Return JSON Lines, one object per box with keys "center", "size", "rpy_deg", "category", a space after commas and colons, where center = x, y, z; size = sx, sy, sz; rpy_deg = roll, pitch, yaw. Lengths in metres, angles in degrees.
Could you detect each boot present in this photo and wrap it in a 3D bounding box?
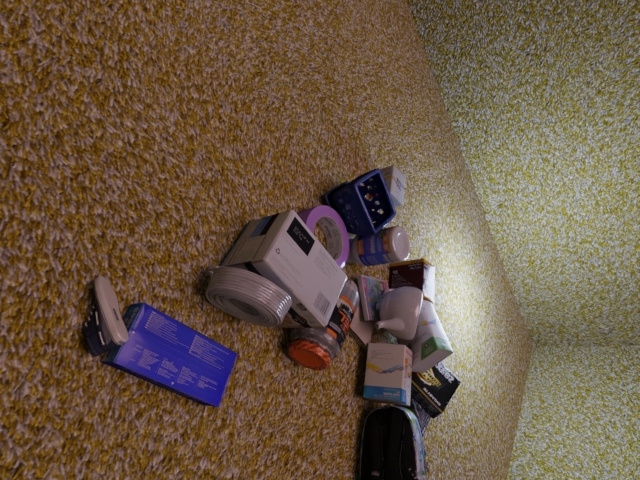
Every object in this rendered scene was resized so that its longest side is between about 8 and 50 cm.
{"center": [-0.545, 0.183, 1.077], "size": [0.189, 0.086, 0.069], "rpy_deg": [61, -3, 24], "category": "boot"}

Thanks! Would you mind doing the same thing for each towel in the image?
{"center": [0.161, 0.320, 1.917], "size": [0.282, 0.049, 0.187], "rpy_deg": [52, 46, -29], "category": "towel"}

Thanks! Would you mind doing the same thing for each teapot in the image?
{"center": [0.338, 0.306, 1.932], "size": [0.256, 0.187, 0.252], "rpy_deg": [71, 33, -67], "category": "teapot"}

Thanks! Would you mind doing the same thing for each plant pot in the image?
{"center": [0.161, -0.153, 1.909], "size": [0.236, 0.212, 0.235], "rpy_deg": [-39, 111, -49], "category": "plant pot"}

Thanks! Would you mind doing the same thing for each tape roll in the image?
{"center": [0.000, 0.000, 1.772], "size": [0.275, 0.090, 0.274], "rpy_deg": [16, 69, -47], "category": "tape roll"}

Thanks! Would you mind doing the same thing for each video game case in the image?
{"center": [0.258, 0.272, 2.015], "size": [0.285, 0.025, 0.203], "rpy_deg": [18, 59, -56], "category": "video game case"}

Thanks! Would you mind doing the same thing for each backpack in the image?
{"center": [0.296, 0.858, 1.790], "size": [0.273, 0.290, 0.355], "rpy_deg": [19, 59, -56], "category": "backpack"}

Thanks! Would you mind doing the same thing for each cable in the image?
{"center": [-0.218, 0.173, 1.327], "size": [0.257, 0.257, 0.089], "rpy_deg": [47, 53, -36], "category": "cable"}

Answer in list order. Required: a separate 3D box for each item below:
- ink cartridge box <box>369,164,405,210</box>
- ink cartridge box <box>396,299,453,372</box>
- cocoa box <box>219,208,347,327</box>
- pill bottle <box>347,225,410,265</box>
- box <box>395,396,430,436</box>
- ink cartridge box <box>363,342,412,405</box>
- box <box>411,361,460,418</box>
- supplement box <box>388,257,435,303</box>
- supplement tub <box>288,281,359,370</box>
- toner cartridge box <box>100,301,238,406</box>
{"center": [0.341, -0.267, 2.224], "size": [0.127, 0.128, 0.176], "rpy_deg": [37, 53, -39], "category": "ink cartridge box"}
{"center": [0.462, 0.439, 2.042], "size": [0.117, 0.201, 0.278], "rpy_deg": [19, 39, -31], "category": "ink cartridge box"}
{"center": [-0.118, 0.108, 1.488], "size": [0.347, 0.228, 0.231], "rpy_deg": [51, 46, -29], "category": "cocoa box"}
{"center": [0.235, 0.031, 1.902], "size": [0.152, 0.272, 0.152], "rpy_deg": [17, 68, -48], "category": "pill bottle"}
{"center": [0.483, 0.765, 2.172], "size": [0.307, 0.077, 0.242], "rpy_deg": [-43, 113, -47], "category": "box"}
{"center": [0.295, 0.573, 1.889], "size": [0.171, 0.169, 0.232], "rpy_deg": [49, 44, -56], "category": "ink cartridge box"}
{"center": [0.485, 0.634, 2.084], "size": [0.322, 0.079, 0.257], "rpy_deg": [46, 36, 14], "category": "box"}
{"center": [0.456, 0.211, 2.190], "size": [0.129, 0.192, 0.194], "rpy_deg": [32, 57, -42], "category": "supplement box"}
{"center": [0.011, 0.303, 1.624], "size": [0.193, 0.194, 0.315], "rpy_deg": [52, 46, -29], "category": "supplement tub"}
{"center": [-0.399, 0.323, 1.213], "size": [0.348, 0.075, 0.165], "rpy_deg": [43, 49, -36], "category": "toner cartridge box"}
